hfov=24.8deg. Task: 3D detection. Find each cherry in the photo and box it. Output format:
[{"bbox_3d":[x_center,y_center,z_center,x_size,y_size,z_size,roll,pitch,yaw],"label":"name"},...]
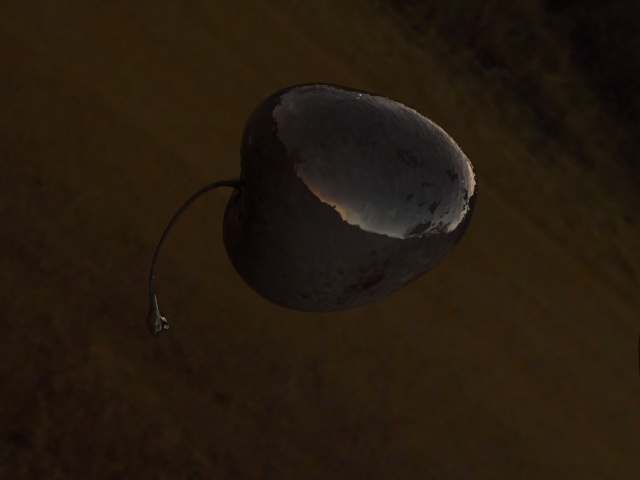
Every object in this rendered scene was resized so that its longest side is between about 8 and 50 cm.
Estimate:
[{"bbox_3d":[0.006,-0.003,0.785,0.148,0.188,0.115,-23,55,-34],"label":"cherry"}]

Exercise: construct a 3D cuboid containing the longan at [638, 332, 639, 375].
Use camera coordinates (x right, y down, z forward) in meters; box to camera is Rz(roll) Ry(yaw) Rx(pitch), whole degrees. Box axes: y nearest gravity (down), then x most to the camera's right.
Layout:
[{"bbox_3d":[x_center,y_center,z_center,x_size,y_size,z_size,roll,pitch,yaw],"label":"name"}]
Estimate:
[{"bbox_3d":[0.436,0.089,1.319,0.243,0.300,0.300,39,18,-24],"label":"longan"}]
